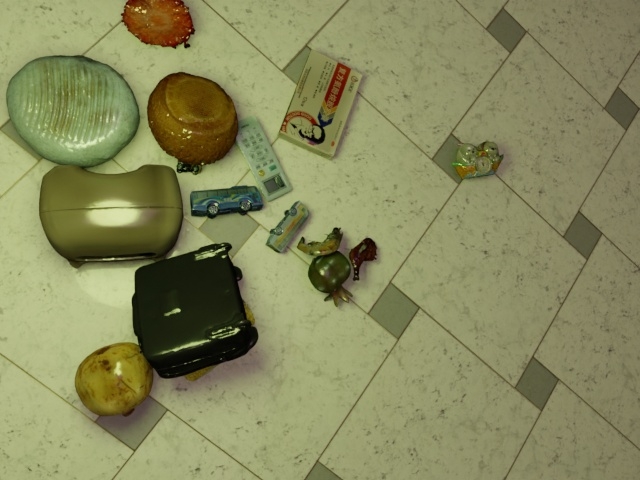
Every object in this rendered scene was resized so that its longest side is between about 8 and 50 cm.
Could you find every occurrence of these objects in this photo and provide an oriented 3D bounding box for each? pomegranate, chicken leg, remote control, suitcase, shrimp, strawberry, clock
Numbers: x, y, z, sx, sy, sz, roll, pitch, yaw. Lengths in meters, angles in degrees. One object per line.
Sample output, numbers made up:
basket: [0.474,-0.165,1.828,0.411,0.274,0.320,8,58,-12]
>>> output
pomegranate: [0.041,0.129,1.789,0.152,0.131,0.191,-43,120,-27]
chicken leg: [0.145,0.059,1.835,0.093,0.053,0.205,43,52,3]
remote control: [-0.211,-0.284,1.806,0.103,0.051,0.293,-29,94,-19]
suitcase: [-0.381,0.204,1.536,0.340,0.188,0.345,-15,55,-8]
shrimp: [0.000,0.000,1.787,0.150,0.217,0.051,0,112,18]
strawberry: [-0.521,-0.762,1.707,0.234,0.234,0.177,4,61,-17]
clock: [0.621,-0.321,2.046,0.231,0.103,0.144,-8,93,-17]
pomegranate: [-0.587,0.406,1.508,0.216,0.215,0.215,3,81,-17]

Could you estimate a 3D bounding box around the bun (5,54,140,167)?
bun: [-0.738,-0.385,1.569,0.363,0.211,0.361,2,84,-19]

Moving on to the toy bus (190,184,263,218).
toy bus: [-0.314,-0.130,1.733,0.237,0.079,0.093,-8,82,-19]

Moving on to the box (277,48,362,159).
box: [0.001,-0.495,1.899,0.215,0.069,0.352,23,77,-13]

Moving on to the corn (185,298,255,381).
corn: [-0.332,0.309,1.647,0.123,0.122,0.305,36,66,29]

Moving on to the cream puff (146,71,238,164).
cream puff: [-0.411,-0.373,1.661,0.303,0.212,0.302,17,52,-23]

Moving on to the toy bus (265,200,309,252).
toy bus: [-0.113,-0.047,1.793,0.075,0.064,0.190,41,72,-14]

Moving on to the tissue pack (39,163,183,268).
tissue pack: [-0.604,-0.070,1.531,0.388,0.267,0.276,-4,79,-19]

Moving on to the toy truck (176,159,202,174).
toy truck: [-0.435,-0.251,1.729,0.084,0.049,0.054,6,78,-15]
